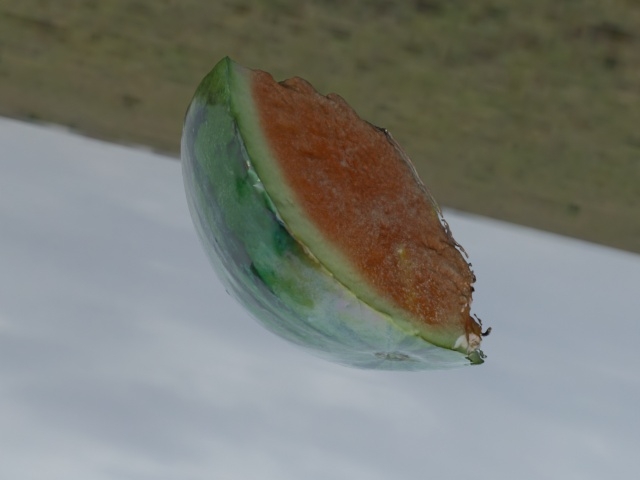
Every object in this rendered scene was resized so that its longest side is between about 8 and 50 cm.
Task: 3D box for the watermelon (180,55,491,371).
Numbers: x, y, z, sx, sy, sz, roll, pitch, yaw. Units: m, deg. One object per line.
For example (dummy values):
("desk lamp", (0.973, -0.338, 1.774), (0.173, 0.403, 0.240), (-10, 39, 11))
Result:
("watermelon", (-0.020, 0.011, 1.145), (0.128, 0.231, 0.146), (-23, 171, -48))
